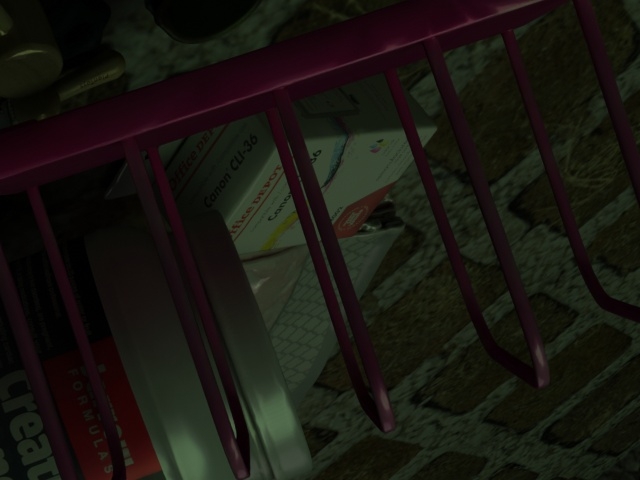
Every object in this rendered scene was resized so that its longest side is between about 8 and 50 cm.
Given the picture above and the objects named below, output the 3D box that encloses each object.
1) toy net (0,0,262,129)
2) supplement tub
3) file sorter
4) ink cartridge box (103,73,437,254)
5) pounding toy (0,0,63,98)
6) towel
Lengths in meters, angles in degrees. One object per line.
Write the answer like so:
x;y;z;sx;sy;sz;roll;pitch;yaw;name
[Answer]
-0.136;-0.094;0.842;0.232;0.045;0.122;-43;156;14;toy net
-0.159;0.105;0.936;0.272;0.191;0.191;-20;155;-4;supplement tub
0.000;0.000;0.755;0.291;0.182;0.202;-18;-178;-2;file sorter
-0.031;-0.051;1.035;0.198;0.067;0.115;-9;145;-46;ink cartridge box
-0.209;-0.102;0.624;0.206;0.094;0.181;2;139;-34;pounding toy
-0.109;0.106;1.240;0.317;0.053;0.332;-16;148;-38;towel
